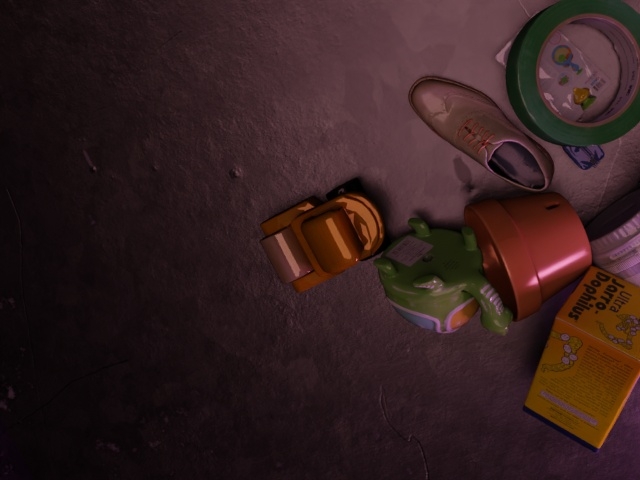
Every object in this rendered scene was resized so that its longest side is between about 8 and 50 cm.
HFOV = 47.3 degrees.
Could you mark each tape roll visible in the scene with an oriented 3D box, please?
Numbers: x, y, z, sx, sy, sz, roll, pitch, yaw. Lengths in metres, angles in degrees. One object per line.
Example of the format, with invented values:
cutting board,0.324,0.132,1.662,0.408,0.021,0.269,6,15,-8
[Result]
tape roll,0.570,-0.365,1.592,0.321,0.077,0.321,-1,96,-6

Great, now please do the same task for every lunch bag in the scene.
lunch bag,0.606,-0.208,1.684,0.067,0.065,0.098,-41,92,19

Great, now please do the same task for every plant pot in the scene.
plant pot,0.481,0.017,1.675,0.203,0.291,0.291,-21,99,1

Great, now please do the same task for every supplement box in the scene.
supplement box,0.613,0.271,1.639,0.195,0.194,0.357,29,141,25

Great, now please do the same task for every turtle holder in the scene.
turtle holder,0.301,0.101,1.737,0.320,0.243,0.227,-1,130,25

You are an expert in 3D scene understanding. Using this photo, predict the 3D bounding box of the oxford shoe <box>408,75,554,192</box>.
oxford shoe,0.375,-0.250,1.684,0.397,0.146,0.140,33,110,4

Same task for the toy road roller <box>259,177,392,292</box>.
toy road roller,0.000,0.000,1.787,0.329,0.240,0.202,-26,97,18

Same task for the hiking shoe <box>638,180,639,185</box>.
hiking shoe,0.803,-0.253,1.601,0.132,0.113,0.304,11,105,12

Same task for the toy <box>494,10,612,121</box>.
toy,0.526,-0.387,1.661,0.237,0.056,0.137,41,103,-4

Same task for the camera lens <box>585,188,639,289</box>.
camera lens,0.749,0.045,1.635,0.219,0.219,0.274,-40,93,19
